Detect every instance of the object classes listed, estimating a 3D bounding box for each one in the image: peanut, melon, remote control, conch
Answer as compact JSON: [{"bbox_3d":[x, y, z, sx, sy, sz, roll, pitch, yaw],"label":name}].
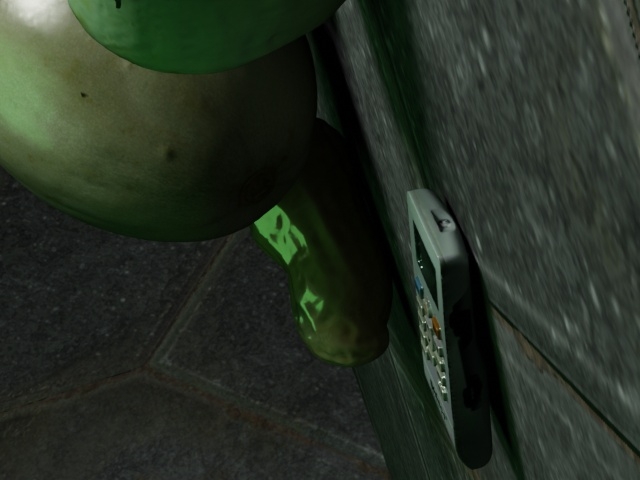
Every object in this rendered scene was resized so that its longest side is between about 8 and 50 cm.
[{"bbox_3d":[0.000,0.000,1.261,0.090,0.099,0.214,101,150,-71],"label":"peanut"},{"bbox_3d":[-0.144,-0.135,1.183,0.308,0.272,0.272,45,179,-4],"label":"melon"},{"bbox_3d":[0.071,0.048,0.840,0.065,0.029,0.166,-109,7,-47],"label":"remote control"},{"bbox_3d":[-0.052,-0.169,0.781,0.143,0.137,0.250,58,157,6],"label":"conch"}]
